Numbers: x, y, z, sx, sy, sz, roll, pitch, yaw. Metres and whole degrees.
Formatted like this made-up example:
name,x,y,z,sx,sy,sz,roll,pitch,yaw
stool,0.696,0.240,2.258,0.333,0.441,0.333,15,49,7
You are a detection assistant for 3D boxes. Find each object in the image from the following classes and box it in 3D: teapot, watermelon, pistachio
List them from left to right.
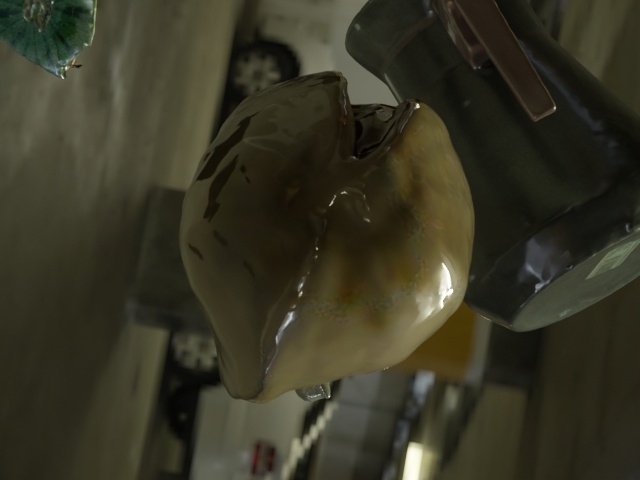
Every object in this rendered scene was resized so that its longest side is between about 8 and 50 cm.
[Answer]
name,x,y,z,sx,sy,sz,roll,pitch,yaw
watermelon,-0.251,-0.252,1.335,0.128,0.146,0.231,112,-25,-53
pistachio,0.000,0.000,1.000,0.288,0.166,0.197,-91,-156,-81
teapot,0.186,-0.111,1.659,0.344,0.253,0.300,59,-6,18

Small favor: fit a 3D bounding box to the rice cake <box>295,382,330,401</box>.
name,x,y,z,sx,sy,sz,roll,pitch,yaw
rice cake,-0.060,0.086,2.113,0.256,0.052,0.057,61,-5,-15
